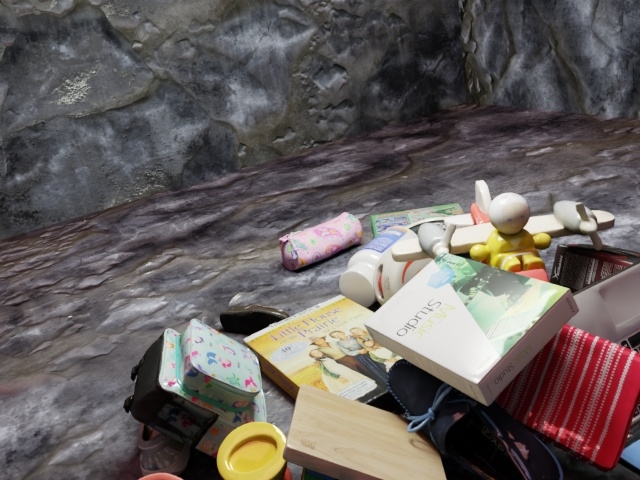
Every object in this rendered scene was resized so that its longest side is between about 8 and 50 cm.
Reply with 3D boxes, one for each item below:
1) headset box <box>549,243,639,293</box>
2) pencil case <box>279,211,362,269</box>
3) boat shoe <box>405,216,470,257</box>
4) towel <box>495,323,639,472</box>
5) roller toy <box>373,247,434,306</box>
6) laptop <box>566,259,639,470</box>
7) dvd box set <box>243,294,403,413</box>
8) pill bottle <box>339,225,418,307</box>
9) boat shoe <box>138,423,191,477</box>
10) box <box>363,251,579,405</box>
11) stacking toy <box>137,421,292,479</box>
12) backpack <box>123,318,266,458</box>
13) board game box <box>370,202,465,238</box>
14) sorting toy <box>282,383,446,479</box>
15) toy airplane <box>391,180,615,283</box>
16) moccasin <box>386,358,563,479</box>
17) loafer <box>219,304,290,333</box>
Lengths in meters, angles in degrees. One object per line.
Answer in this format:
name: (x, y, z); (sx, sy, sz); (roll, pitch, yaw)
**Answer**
headset box: (0.723, 0.091, 1.428); (0.218, 0.110, 0.293); (0, 13, -37)
pencil case: (0.000, 0.000, 2.023); (0.284, 0.124, 0.124); (-21, 25, -29)
boat shoe: (0.390, 0.009, 1.844); (0.340, 0.127, 0.113); (-4, 45, 8)
towel: (0.394, 0.238, 1.051); (0.274, 0.199, 0.031); (22, -4, 38)
roller toy: (0.238, 0.103, 1.536); (0.209, 0.191, 0.146); (-49, 12, -15)
laptop: (0.663, 0.223, 1.062); (0.381, 0.408, 0.236); (-20, -10, -24)
dvd box set: (0.050, 0.266, 1.424); (0.307, 0.062, 0.420); (-21, 25, -27)
pill bottle: (0.168, 0.076, 1.722); (0.152, 0.152, 0.272); (7, 27, 35)
boat shoe: (-0.317, 0.359, 1.294); (0.118, 0.103, 0.320); (-9, 22, 2)
box: (0.253, 0.138, 1.106); (0.232, 0.058, 0.322); (-40, 28, -17)
stacking toy: (-0.158, 0.476, 0.986); (0.308, 0.130, 0.279); (-22, 40, -11)
backpack: (-0.218, 0.293, 1.207); (0.191, 0.253, 0.225); (-44, 24, 11)
board game box: (0.335, -0.052, 2.107); (0.317, 0.046, 0.213); (-8, 21, 5)
sorting toy: (0.065, 0.363, 1.033); (0.257, 0.089, 0.255); (18, 9, 1)
toy airplane: (0.411, -0.013, 1.388); (0.384, 0.272, 0.386); (27, 57, 30)
moccasin: (0.242, 0.303, 1.046); (0.342, 0.138, 0.116); (27, 15, 37)
loafer: (-0.166, 0.200, 1.650); (0.220, 0.080, 0.078); (2, 24, 29)
